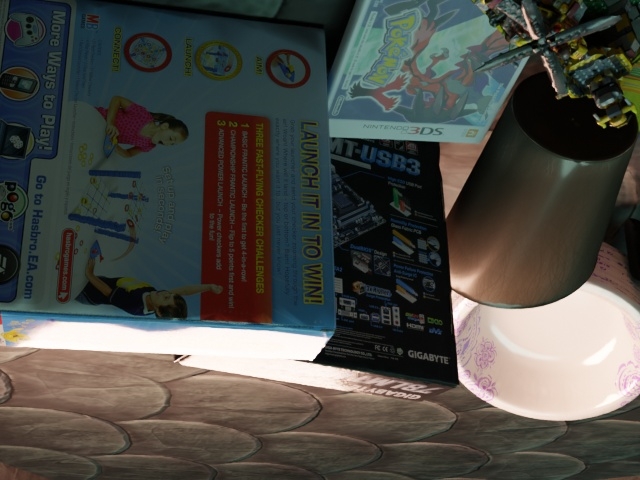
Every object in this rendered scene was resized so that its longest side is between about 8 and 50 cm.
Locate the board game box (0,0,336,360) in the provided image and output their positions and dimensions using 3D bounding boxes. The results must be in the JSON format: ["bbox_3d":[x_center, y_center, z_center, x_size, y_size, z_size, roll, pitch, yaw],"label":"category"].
[{"bbox_3d":[-0.146,-0.057,0.866,0.302,0.308,0.086,5,154,-13],"label":"board game box"}]

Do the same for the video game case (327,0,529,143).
[{"bbox_3d":[0.104,-0.167,0.919,0.184,0.023,0.201,0,142,-19],"label":"video game case"}]

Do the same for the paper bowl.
[{"bbox_3d":[0.317,0.103,1.353,0.284,0.148,0.284,10,132,11],"label":"paper bowl"}]

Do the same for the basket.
[{"bbox_3d":[0.234,-0.055,1.046,0.205,0.154,0.226,-14,146,-17],"label":"basket"}]

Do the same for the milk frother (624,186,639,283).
[{"bbox_3d":[0.466,-0.002,1.228,0.143,0.134,0.129,5,154,-15],"label":"milk frother"}]

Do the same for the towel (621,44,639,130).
[{"bbox_3d":[0.324,-0.139,1.063,0.102,0.021,0.237,10,152,-21],"label":"towel"}]

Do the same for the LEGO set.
[{"bbox_3d":[0.287,-0.181,0.743,0.331,0.192,0.255,-21,148,21],"label":"LEGO set"}]

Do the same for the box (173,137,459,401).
[{"bbox_3d":[0.000,0.000,1.013,0.296,0.293,0.073,13,150,-30],"label":"box"}]
